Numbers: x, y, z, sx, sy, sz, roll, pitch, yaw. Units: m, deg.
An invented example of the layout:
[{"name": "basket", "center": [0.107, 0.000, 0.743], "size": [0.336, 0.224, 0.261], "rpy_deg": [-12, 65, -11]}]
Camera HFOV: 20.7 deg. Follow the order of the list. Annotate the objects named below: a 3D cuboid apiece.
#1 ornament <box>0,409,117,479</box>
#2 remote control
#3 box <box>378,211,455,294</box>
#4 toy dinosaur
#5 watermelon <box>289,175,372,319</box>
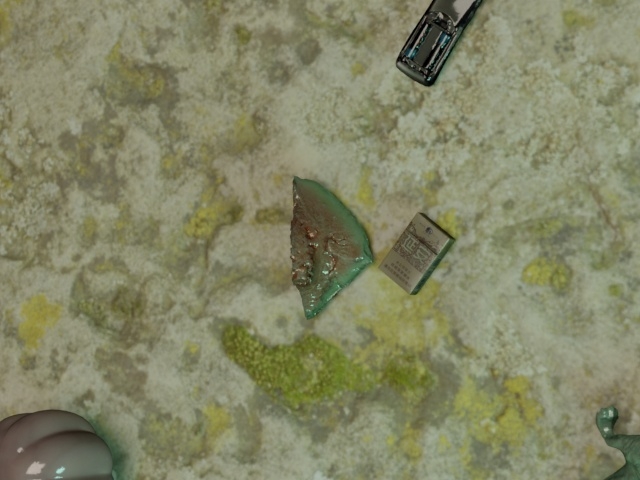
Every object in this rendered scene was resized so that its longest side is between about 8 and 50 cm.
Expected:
[{"name": "ornament", "center": [-0.337, 0.296, 2.181], "size": [0.177, 0.177, 0.177], "rpy_deg": [-1, 87, 26]}, {"name": "remote control", "center": [0.159, -0.279, 2.035], "size": [0.059, 0.028, 0.212], "rpy_deg": [35, 102, 24]}, {"name": "box", "center": [0.112, 0.016, 2.044], "size": [0.053, 0.024, 0.083], "rpy_deg": [39, 105, 22]}, {"name": "toy dinosaur", "center": [0.331, 0.223, 1.909], "size": [0.383, 0.076, 0.129], "rpy_deg": [-26, 51, 44]}, {"name": "watermelon", "center": [0.002, -0.002, 2.078], "size": [0.101, 0.080, 0.155], "rpy_deg": [-19, 64, 15]}]
